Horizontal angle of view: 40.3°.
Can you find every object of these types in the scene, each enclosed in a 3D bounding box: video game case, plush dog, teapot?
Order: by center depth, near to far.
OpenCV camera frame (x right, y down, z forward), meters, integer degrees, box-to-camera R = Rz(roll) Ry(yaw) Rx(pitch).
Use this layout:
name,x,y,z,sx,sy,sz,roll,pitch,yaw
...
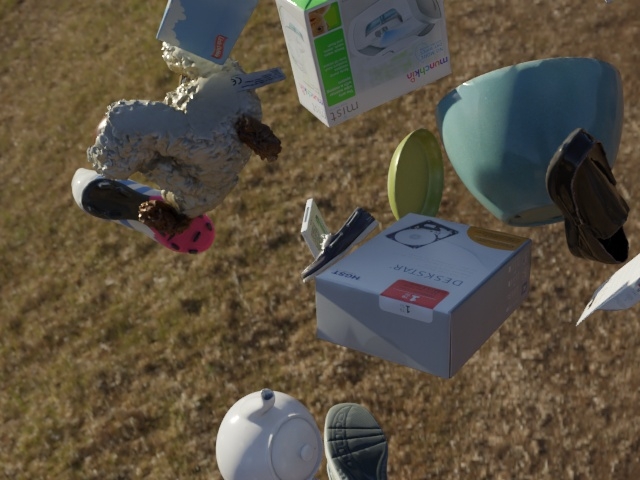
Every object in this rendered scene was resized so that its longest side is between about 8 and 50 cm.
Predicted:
name,x,y,z,sx,sy,sz,roll,pitch,yaw
plush dog,-0.153,-0.124,1.143,0.211,0.225,0.262,28,65,3
teapot,-0.082,0.448,1.863,0.187,0.256,0.252,-3,77,46
video game case,0.000,0.000,2.075,0.019,0.157,0.143,-18,30,17

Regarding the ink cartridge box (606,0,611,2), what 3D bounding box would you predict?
name,x,y,z,sx,sy,sz,roll,pitch,yaw
ink cartridge box,0.418,-0.367,1.136,0.109,0.063,0.150,-22,10,28

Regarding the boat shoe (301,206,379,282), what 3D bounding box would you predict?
name,x,y,z,sx,sy,sz,roll,pitch,yaw
boat shoe,0.030,0.009,1.858,0.206,0.075,0.065,-40,84,-7

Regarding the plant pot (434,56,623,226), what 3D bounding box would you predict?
name,x,y,z,sx,sy,sz,roll,pitch,yaw
plant pot,0.335,-0.131,1.356,0.290,0.290,0.195,-8,77,4

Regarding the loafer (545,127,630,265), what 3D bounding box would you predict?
name,x,y,z,sx,sy,sz,roll,pitch,yaw
loafer,0.330,-0.048,1.031,0.078,0.220,0.080,29,73,40

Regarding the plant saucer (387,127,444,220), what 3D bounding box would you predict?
name,x,y,z,sx,sy,sz,roll,pitch,yaw
plant saucer,0.212,-0.133,1.971,0.037,0.241,0.241,6,43,32

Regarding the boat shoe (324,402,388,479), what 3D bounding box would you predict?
name,x,y,z,sx,sy,sz,roll,pitch,yaw
boat shoe,0.072,0.442,1.579,0.118,0.103,0.320,-3,46,-19

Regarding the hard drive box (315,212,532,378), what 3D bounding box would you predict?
name,x,y,z,sx,sy,sz,roll,pitch,yaw
hard drive box,0.132,0.059,1.077,0.181,0.089,0.232,14,29,31

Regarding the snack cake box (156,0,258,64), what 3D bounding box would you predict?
name,x,y,z,sx,sy,sz,roll,pitch,yaw
snack cake box,-0.093,-0.327,0.945,0.089,0.264,0.152,20,65,-15

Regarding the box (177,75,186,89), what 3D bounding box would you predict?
name,x,y,z,sx,sy,sz,roll,pitch,yaw
box,-0.286,-0.357,1.855,0.021,0.164,0.201,10,27,-13

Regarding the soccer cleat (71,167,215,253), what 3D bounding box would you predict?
name,x,y,z,sx,sy,sz,roll,pitch,yaw
soccer cleat,-0.372,-0.073,1.846,0.143,0.331,0.116,38,100,51

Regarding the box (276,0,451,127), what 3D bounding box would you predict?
name,x,y,z,sx,sy,sz,roll,pitch,yaw
box,0.078,-0.362,1.527,0.262,0.231,0.127,-25,39,-15

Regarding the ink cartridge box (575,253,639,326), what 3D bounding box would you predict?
name,x,y,z,sx,sy,sz,roll,pitch,yaw
ink cartridge box,0.575,0.094,1.653,0.045,0.179,0.145,41,42,6
